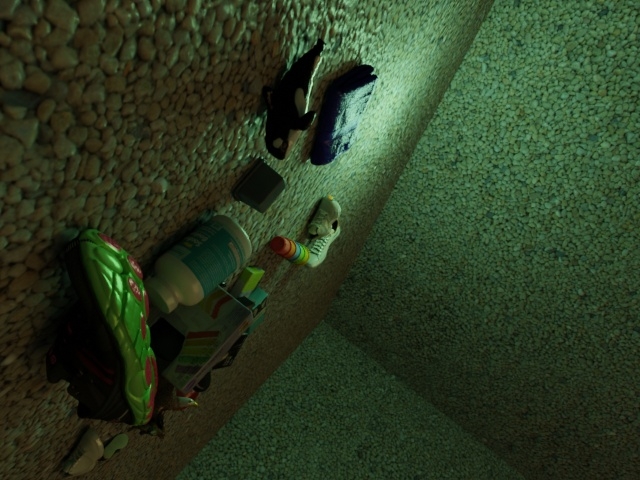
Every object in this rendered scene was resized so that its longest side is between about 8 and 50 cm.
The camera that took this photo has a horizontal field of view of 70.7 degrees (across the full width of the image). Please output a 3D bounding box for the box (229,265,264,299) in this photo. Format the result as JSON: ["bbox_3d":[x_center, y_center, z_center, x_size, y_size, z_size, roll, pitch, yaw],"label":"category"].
[{"bbox_3d":[-0.289,0.181,1.691,0.178,0.042,0.109,-57,166,9],"label":"box"}]

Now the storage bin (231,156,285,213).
[{"bbox_3d":[-0.163,-0.142,1.239,0.135,0.091,0.098,-50,166,-15],"label":"storage bin"}]

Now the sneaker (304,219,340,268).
[{"bbox_3d":[0.000,0.000,2.143,0.290,0.105,0.123,-57,163,-30],"label":"sneaker"}]

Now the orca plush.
[{"bbox_3d":[-0.077,-0.336,1.049,0.102,0.151,0.287,12,121,-41],"label":"orca plush"}]

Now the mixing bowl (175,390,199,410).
[{"bbox_3d":[-0.528,0.577,1.721,0.181,0.098,0.181,-50,165,-19],"label":"mixing bowl"}]

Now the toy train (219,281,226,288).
[{"bbox_3d":[-0.367,0.202,1.513,0.158,0.027,0.036,-57,163,8],"label":"toy train"}]

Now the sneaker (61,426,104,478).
[{"bbox_3d":[-0.708,0.640,1.330,0.094,0.080,0.212,-15,141,-52],"label":"sneaker"}]

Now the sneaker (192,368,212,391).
[{"bbox_3d":[-0.370,0.367,1.432,0.107,0.124,0.284,-39,130,-59],"label":"sneaker"}]

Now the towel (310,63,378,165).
[{"bbox_3d":[0.078,-0.397,1.470,0.228,0.076,0.308,-46,164,-35],"label":"towel"}]

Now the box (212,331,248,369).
[{"bbox_3d":[-0.387,0.406,1.734,0.147,0.077,0.180,5,122,-50],"label":"box"}]

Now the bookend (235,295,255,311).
[{"bbox_3d":[-0.320,0.297,1.607,0.157,0.072,0.157,-13,118,-42],"label":"bookend"}]

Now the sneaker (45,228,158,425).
[{"bbox_3d":[-0.444,0.206,0.890,0.185,0.202,0.484,-113,-155,-57],"label":"sneaker"}]

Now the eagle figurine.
[{"bbox_3d":[-0.509,0.501,1.514,0.226,0.225,0.299,-15,-127,40],"label":"eagle figurine"}]

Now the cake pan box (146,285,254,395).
[{"bbox_3d":[-0.348,0.220,1.158,0.267,0.245,0.070,-47,161,-24],"label":"cake pan box"}]

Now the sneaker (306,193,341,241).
[{"bbox_3d":[0.005,-0.083,1.949,0.121,0.099,0.263,-39,159,-35],"label":"sneaker"}]

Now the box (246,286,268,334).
[{"bbox_3d":[-0.291,0.308,1.952,0.100,0.060,0.244,-45,164,-35],"label":"box"}]

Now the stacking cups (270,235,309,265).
[{"bbox_3d":[-0.131,0.042,1.818,0.096,0.096,0.316,-55,163,2],"label":"stacking cups"}]

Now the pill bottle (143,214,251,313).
[{"bbox_3d":[-0.306,0.061,1.123,0.264,0.146,0.146,-45,164,-36],"label":"pill bottle"}]

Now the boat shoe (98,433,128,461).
[{"bbox_3d":[-0.709,0.704,1.539,0.041,0.049,0.133,-29,179,13],"label":"boat shoe"}]
